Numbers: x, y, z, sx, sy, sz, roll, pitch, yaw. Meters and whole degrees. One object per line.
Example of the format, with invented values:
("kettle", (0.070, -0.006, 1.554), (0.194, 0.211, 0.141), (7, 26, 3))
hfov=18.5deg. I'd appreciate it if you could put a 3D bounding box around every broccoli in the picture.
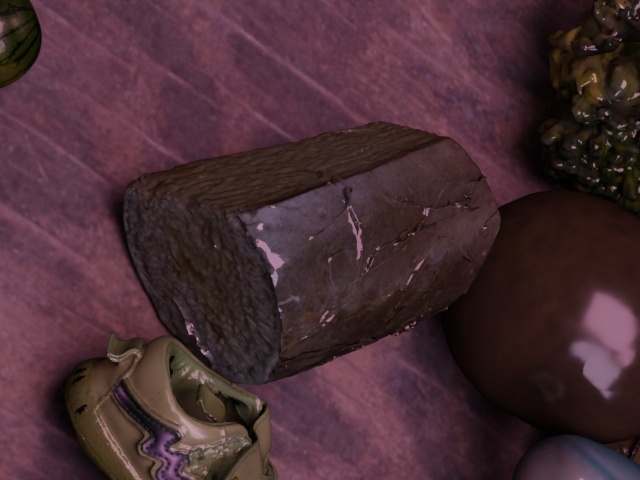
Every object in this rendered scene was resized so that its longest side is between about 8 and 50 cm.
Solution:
("broccoli", (0.365, -0.160, 1.889), (0.272, 0.334, 0.324), (44, 37, 17))

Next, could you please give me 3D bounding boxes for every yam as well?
("yam", (0.003, 0.005, 1.697), (0.271, 0.202, 0.201), (-27, 120, -32))

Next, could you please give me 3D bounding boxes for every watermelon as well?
("watermelon", (-0.280, -0.169, 1.592), (0.109, 0.109, 0.109), (4, 82, -31))

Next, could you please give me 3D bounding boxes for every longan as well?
("longan", (0.227, 0.074, 1.794), (0.248, 0.248, 0.248), (4, 82, -31))

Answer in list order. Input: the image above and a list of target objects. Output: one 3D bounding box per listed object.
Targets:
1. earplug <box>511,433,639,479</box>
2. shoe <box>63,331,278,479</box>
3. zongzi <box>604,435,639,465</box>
("earplug", (0.274, 0.291, 1.769), (0.185, 0.185, 0.324), (-55, 130, -24))
("shoe", (-0.101, 0.189, 1.623), (0.262, 0.128, 0.140), (45, 36, -10))
("zongzi", (0.327, 0.207, 1.922), (0.197, 0.099, 0.194), (47, 63, -30))
